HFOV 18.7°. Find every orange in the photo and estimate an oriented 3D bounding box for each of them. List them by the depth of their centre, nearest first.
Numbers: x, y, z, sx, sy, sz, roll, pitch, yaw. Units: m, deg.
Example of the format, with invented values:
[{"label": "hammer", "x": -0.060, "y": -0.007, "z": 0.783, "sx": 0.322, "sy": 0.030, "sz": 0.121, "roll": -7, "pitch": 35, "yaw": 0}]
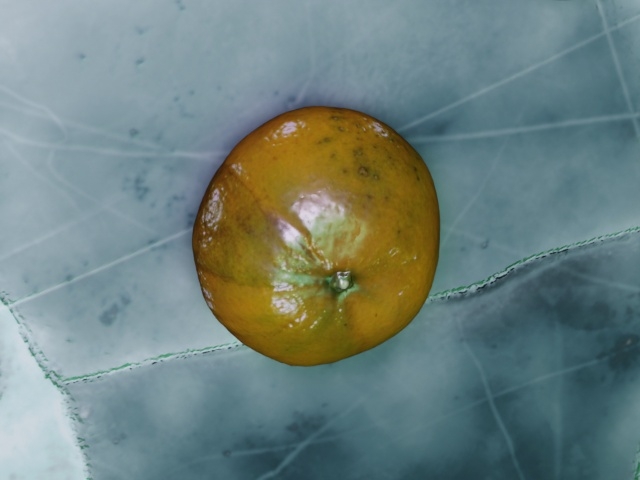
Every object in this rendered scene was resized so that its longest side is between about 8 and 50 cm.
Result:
[{"label": "orange", "x": 0.000, "y": 0.000, "z": 1.749, "sx": 0.240, "sy": 0.171, "sz": 0.240, "roll": -4, "pitch": 111, "yaw": -12}]
